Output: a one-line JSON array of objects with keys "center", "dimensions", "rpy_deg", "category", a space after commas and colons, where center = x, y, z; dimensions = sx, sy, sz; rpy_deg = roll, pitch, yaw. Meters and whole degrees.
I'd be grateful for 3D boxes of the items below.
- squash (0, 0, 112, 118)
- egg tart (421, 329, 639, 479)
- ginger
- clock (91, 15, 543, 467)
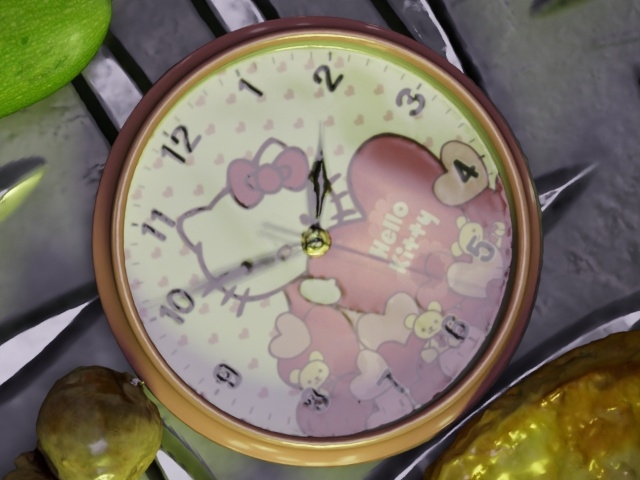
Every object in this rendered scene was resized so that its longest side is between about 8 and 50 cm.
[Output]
[{"center": [-0.280, -0.061, 1.008], "dimensions": [0.378, 0.101, 0.101], "rpy_deg": [-24, 88, -8], "category": "squash"}, {"center": [0.157, 0.189, 0.996], "dimensions": [0.123, 0.294, 0.294], "rpy_deg": [31, 79, -40], "category": "egg tart"}, {"center": [-0.144, 0.159, 1.013], "dimensions": [0.104, 0.080, 0.204], "rpy_deg": [32, 83, 2], "category": "ginger"}, {"center": [0.000, 0.000, 1.062], "dimensions": [0.244, 0.056, 0.244], "rpy_deg": [0, 87, -7], "category": "clock"}]
